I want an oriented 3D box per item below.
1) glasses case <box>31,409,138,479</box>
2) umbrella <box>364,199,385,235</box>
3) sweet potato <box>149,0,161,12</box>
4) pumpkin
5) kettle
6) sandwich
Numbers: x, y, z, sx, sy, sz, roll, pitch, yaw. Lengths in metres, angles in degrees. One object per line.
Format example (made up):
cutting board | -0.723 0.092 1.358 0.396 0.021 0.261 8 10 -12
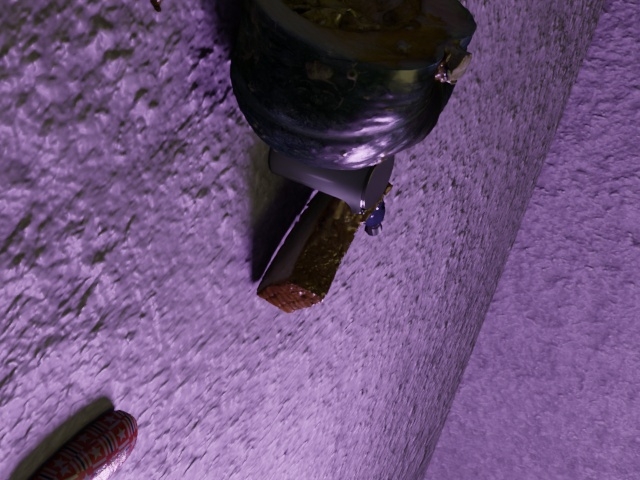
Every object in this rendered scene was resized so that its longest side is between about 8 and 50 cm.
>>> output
glasses case | -0.284 0.275 1.347 0.194 0.049 0.073 -42 150 -49
umbrella | 0.086 -0.060 1.879 0.071 0.071 0.248 -60 159 -14
sweet potato | -0.125 -0.307 1.046 0.068 0.060 0.205 6 123 -34
pumpkin | 0.030 -0.192 1.286 0.293 0.263 0.196 -38 152 -48
kettle | 0.024 -0.119 1.523 0.126 0.148 0.098 -59 159 -20
sandwich | 0.000 0.000 1.618 0.214 0.065 0.186 -59 -168 -21
